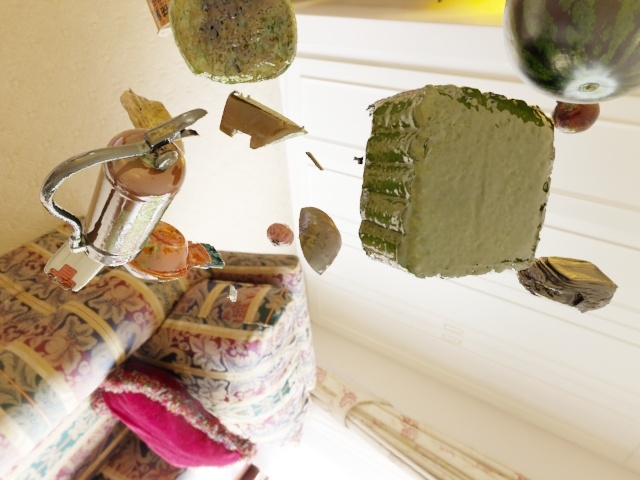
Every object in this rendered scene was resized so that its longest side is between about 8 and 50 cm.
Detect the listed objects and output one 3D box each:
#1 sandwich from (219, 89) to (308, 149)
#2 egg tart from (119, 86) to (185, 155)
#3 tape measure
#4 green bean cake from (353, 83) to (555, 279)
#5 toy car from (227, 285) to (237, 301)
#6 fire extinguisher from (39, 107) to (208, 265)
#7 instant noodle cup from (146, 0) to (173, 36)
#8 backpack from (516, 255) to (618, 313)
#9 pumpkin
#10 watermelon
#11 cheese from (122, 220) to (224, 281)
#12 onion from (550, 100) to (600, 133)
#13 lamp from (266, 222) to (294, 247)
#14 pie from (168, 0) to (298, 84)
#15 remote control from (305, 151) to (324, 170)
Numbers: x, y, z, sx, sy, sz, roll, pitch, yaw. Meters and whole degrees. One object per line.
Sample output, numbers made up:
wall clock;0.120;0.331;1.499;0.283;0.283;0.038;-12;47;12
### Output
sandwich;-0.166;-0.341;1.215;0.128;0.236;0.122;-63;172;27
egg tart;-0.566;-0.372;1.400;0.129;0.341;0.341;-30;139;-15
tape measure;-0.648;-0.010;1.186;0.130;0.265;0.258;41;97;-20
green bean cake;0.233;-0.101;0.750;0.336;0.218;0.318;3;98;-20
toy car;-0.308;0.189;1.424;0.093;0.025;0.041;79;12;-67
fire extinguisher;-0.308;-0.056;0.621;0.376;0.113;0.200;-36;-164;45
instant noodle cup;-0.474;-0.793;1.317;0.216;0.216;0.172;-44;117;-42
backpack;0.719;0.125;1.215;0.206;0.259;0.133;-98;-158;-63
pumpkin;0.000;0.000;1.768;0.312;0.148;0.169;65;21;-11
watermelon;0.442;-0.366;0.638;0.285;0.285;0.284;-41;141;-44
cheese;-0.403;0.029;1.081;0.129;0.217;0.329;-50;150;20
onion;0.701;-0.349;1.108;0.119;0.119;0.117;-21;144;-57
lamp;-0.150;-0.020;1.502;0.092;0.108;0.107;-62;152;-25
pie;-0.210;-0.537;1.004;0.070;0.324;0.322;-109;-165;-51
remote control;-0.020;-0.299;1.517;0.014;0.096;0.039;-42;170;22
